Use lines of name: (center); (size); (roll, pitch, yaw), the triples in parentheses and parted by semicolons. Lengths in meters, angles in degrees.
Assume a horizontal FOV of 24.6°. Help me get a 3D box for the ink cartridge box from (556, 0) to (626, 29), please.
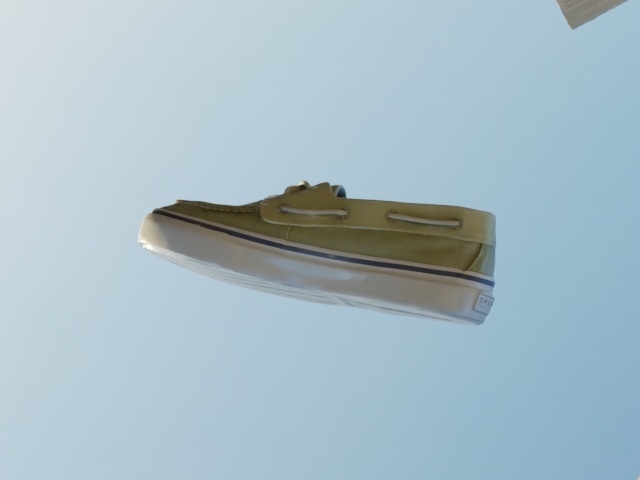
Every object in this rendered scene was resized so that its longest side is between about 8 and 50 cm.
ink cartridge box: (0.236, -0.290, 1.267); (0.145, 0.179, 0.045); (-28, 178, 3)

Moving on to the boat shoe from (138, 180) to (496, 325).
boat shoe: (0.000, 0.000, 1.203); (0.302, 0.094, 0.109); (10, 171, 14)

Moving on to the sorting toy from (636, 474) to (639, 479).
sorting toy: (0.325, 0.146, 0.801); (0.255, 0.257, 0.089); (-57, -178, -9)
